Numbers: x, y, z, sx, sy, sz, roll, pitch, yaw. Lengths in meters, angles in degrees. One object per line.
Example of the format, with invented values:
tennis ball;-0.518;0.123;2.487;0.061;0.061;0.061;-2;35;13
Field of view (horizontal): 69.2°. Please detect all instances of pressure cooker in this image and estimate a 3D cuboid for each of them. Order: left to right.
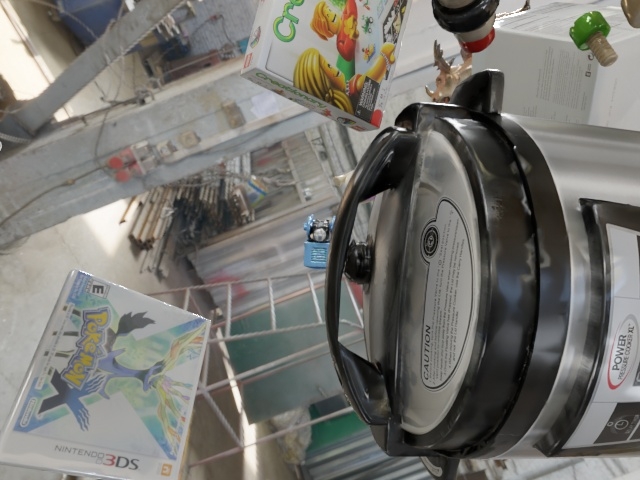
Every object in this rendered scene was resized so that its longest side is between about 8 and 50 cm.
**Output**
pressure cooker;0.212;0.053;0.521;0.376;0.420;0.370;107;-16;-50

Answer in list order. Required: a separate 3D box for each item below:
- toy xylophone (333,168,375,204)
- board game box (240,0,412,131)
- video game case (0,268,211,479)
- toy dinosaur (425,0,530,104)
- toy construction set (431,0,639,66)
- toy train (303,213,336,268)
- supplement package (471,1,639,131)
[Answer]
toy xylophone;0.181;-0.186;1.233;0.236;0.322;0.081;-6;-70;61
board game box;0.029;-0.319;0.593;0.053;0.192;0.306;12;-92;56
video game case;-0.365;0.252;0.851;0.300;0.036;0.329;30;49;-33
toy dinosaur;0.352;-0.428;1.026;0.200;0.296;0.127;-2;-53;44
toy construction set;0.219;-0.325;0.433;0.308;0.257;0.237;8;56;-39
toy train;0.000;0.000;1.027;0.184;0.080;0.105;-79;173;-82
supplement package;0.420;-0.272;0.791;0.263;0.198;0.199;49;-24;51
